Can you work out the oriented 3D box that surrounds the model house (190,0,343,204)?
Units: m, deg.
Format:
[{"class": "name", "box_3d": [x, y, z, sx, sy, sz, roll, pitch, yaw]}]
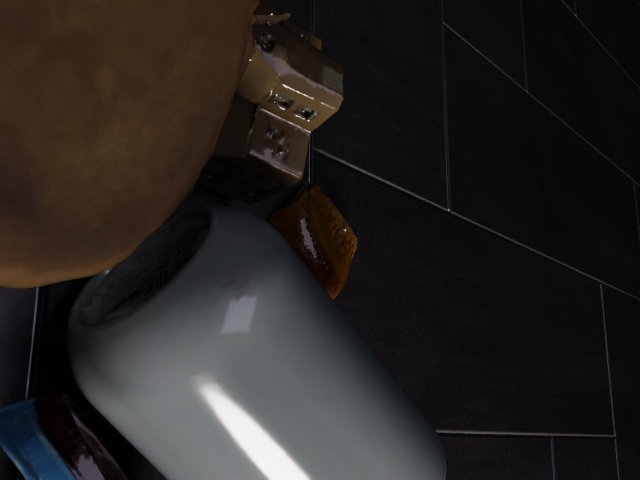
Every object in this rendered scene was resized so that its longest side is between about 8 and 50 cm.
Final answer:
[{"class": "model house", "box_3d": [-0.121, -0.162, 0.675, 0.248, 0.176, 0.181, 20, 65, -30]}]

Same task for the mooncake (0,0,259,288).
[{"class": "mooncake", "box_3d": [-0.204, -0.139, 0.460, 0.324, 0.187, 0.324, -34, 133, -46]}]

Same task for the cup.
[{"class": "cup", "box_3d": [-0.051, 0.129, 0.627, 0.312, 0.205, 0.205, 55, 44, -26]}]

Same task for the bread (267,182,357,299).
[{"class": "bread", "box_3d": [0.000, 0.000, 0.856, 0.129, 0.044, 0.126, 55, 42, -22]}]

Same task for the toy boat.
[{"class": "toy boat", "box_3d": [-0.179, 0.213, 0.548, 0.097, 0.100, 0.223, -33, 104, -12]}]
